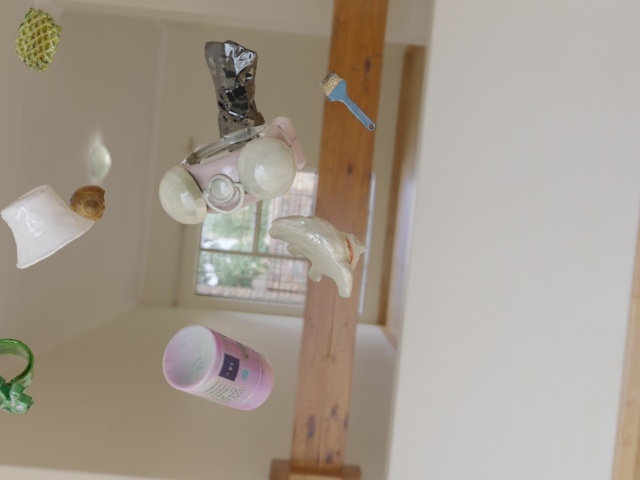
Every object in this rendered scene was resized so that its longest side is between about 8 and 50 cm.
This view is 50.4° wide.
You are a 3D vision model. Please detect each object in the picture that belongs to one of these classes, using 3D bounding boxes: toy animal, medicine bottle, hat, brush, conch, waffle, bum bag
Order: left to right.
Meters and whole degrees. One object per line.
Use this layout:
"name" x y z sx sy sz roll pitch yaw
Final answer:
"waffle" -0.874 -0.618 2.101 0.183 0.169 0.036 -58 -19 17
"hat" -0.600 -0.042 1.462 0.203 0.203 0.126 -86 -28 -67
"conch" -0.698 -0.115 2.013 0.330 0.093 0.109 20 100 59
"medicine bottle" -0.233 0.304 1.601 0.254 0.152 0.152 40 -130 -54
"bum bag" -0.226 -0.385 1.845 0.095 0.144 0.340 -63 -21 -44
"toy animal" 0.000 0.000 2.251 0.188 0.308 0.266 -52 -29 -25
"brush" 0.063 -0.292 1.450 0.051 0.164 0.014 -52 29 -5

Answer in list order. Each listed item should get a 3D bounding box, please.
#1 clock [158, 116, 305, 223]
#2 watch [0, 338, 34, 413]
"clock" -0.207 -0.170 1.679 0.184 0.342 0.326 64 -165 -13
"watch" -0.760 0.329 1.666 0.152 0.165 0.131 -78 7 -46
